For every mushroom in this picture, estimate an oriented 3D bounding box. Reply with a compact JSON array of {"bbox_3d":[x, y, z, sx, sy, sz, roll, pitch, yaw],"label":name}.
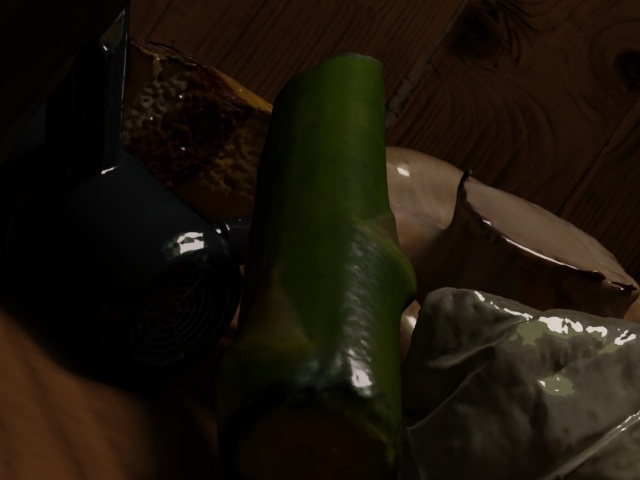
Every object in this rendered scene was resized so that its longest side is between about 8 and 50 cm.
[{"bbox_3d":[0.086,0.057,0.684,0.278,0.146,0.278,27,24,-13],"label":"mushroom"}]

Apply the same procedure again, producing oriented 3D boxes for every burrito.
[{"bbox_3d":[0.158,0.082,0.564,0.275,0.082,0.059,13,-8,-23],"label":"burrito"}]

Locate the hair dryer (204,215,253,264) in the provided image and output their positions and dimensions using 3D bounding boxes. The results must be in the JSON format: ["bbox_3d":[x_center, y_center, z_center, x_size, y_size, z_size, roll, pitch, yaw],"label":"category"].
[{"bbox_3d":[-0.015,0.014,0.979,0.070,0.114,0.248,30,22,32],"label":"hair dryer"}]

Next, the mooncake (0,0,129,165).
[{"bbox_3d":[-0.202,-0.116,0.364,0.324,0.187,0.324,32,5,-3],"label":"mooncake"}]

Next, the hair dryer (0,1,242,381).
[{"bbox_3d":[-0.083,-0.060,0.542,0.071,0.219,0.124,-21,43,-37],"label":"hair dryer"}]

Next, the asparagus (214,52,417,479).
[{"bbox_3d":[0.000,-0.002,0.559,0.277,0.067,0.060,-91,156,-58],"label":"asparagus"}]

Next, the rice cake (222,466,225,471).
[{"bbox_3d":[0.038,0.120,0.503,0.171,0.033,0.029,37,11,14],"label":"rice cake"}]

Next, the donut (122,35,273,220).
[{"bbox_3d":[-0.101,-0.078,1.048,0.151,0.112,0.295,35,3,34],"label":"donut"}]
